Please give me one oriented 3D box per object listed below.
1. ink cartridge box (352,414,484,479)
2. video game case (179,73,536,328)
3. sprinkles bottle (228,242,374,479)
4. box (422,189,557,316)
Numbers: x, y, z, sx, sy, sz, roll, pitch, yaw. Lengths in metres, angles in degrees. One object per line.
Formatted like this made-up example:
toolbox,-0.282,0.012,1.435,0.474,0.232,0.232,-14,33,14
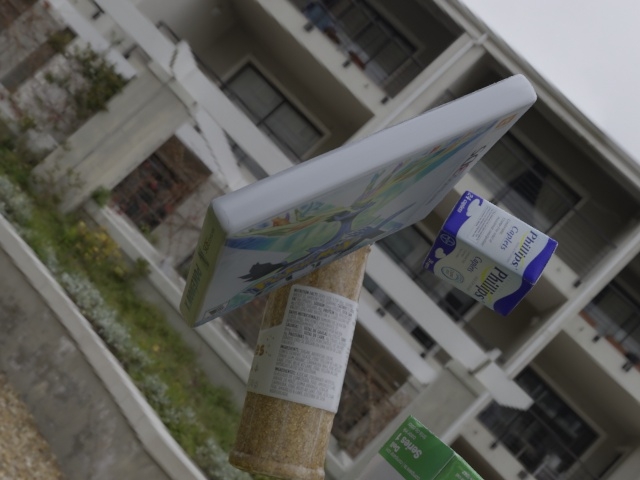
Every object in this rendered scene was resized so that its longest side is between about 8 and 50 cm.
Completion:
ink cartridge box,0.100,0.390,0.972,0.201,0.278,0.117,46,-8,-26
video game case,0.022,-0.028,0.808,0.036,0.329,0.300,61,-22,12
sprinkles bottle,-0.017,0.114,0.995,0.121,0.355,0.121,12,-13,3
box,0.220,0.020,1.059,0.137,0.072,0.126,31,-23,9
